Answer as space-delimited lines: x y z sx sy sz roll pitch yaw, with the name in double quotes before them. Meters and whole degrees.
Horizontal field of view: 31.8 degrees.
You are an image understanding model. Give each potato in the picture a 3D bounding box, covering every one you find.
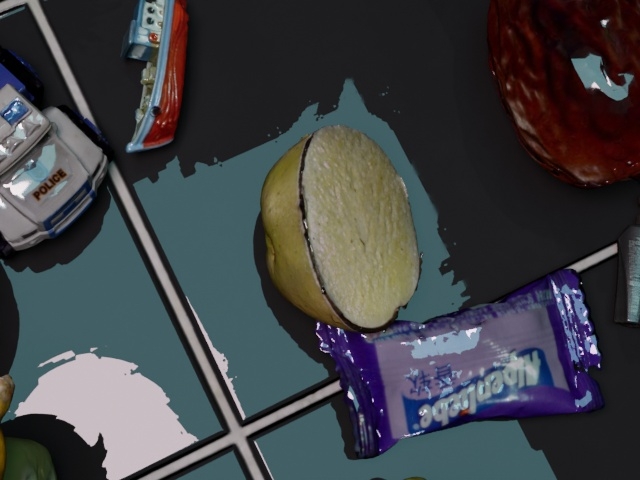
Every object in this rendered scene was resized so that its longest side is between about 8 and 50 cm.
"potato" 0.000 0.000 1.076 0.117 0.182 0.202 -18 76 33

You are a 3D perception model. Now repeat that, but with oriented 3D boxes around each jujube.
"jujube" 0.268 -0.169 1.113 0.183 0.183 0.243 -18 81 -9

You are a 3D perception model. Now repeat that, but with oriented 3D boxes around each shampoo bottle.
"shampoo bottle" 0.326 0.020 1.153 0.048 0.027 0.137 10 77 6

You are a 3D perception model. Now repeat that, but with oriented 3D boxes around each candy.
"candy" 0.139 0.118 1.093 0.275 0.070 0.145 -10 84 -8

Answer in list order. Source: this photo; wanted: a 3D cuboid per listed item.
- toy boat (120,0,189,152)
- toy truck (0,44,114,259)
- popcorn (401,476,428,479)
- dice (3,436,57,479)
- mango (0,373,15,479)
"toy boat" -0.169 -0.168 1.122 0.058 0.069 0.173 8 77 -19
"toy truck" -0.306 -0.101 1.040 0.213 0.177 0.161 42 76 5
"popcorn" 0.097 0.373 0.920 0.334 0.292 0.294 0 115 19
"dice" -0.353 0.289 0.914 0.249 0.254 0.252 -2 79 -3
"mango" -0.334 0.191 0.747 0.317 0.119 0.176 -43 83 -6
